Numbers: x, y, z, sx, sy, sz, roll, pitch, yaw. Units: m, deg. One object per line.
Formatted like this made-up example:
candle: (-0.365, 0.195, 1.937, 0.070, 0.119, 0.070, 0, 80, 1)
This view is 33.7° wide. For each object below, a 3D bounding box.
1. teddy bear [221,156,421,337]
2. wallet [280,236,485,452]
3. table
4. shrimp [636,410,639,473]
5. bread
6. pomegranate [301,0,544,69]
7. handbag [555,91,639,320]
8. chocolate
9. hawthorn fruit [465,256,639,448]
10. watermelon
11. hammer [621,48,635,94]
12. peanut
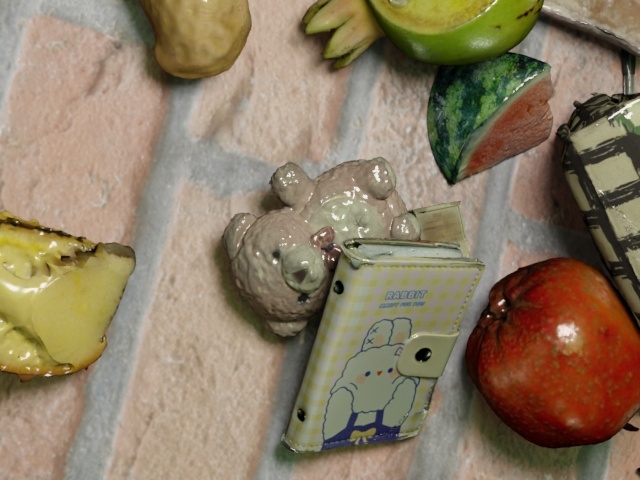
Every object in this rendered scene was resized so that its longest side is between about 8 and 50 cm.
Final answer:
teddy bear: (0.001, -0.001, 1.450, 0.267, 0.151, 0.236, -32, 103, -20)
wallet: (0.082, 0.145, 1.435, 0.223, 0.077, 0.310, 0, 119, -31)
table: (0.166, -0.009, 1.542, 0.079, 0.062, 0.083, -12, 91, -17)
shrimp: (0.542, 0.300, 1.646, 0.217, 0.051, 0.150, 21, 89, -18)
bread: (-0.389, 0.066, 1.332, 0.262, 0.162, 0.204, 24, 79, -37)
pomegranate: (0.152, -0.363, 1.487, 0.358, 0.216, 0.310, -33, 73, 18)
handbag: (0.451, -0.051, 1.486, 0.162, 0.327, 0.325, -26, 96, 15)
chocolate: (0.406, -0.400, 1.608, 0.303, 0.100, 0.185, 25, 84, -4)
hawthorn fruit: (0.358, 0.178, 1.502, 0.300, 0.254, 0.254, 37, 78, -20)
watermelon: (0.262, -0.170, 1.553, 0.202, 0.136, 0.207, 14, 98, -9)
hammer: (0.492, -0.277, 1.668, 0.103, 0.029, 0.246, 3, 85, -16)
peanut: (-0.159, -0.409, 1.416, 0.192, 0.169, 0.387, 5, 90, -20)
